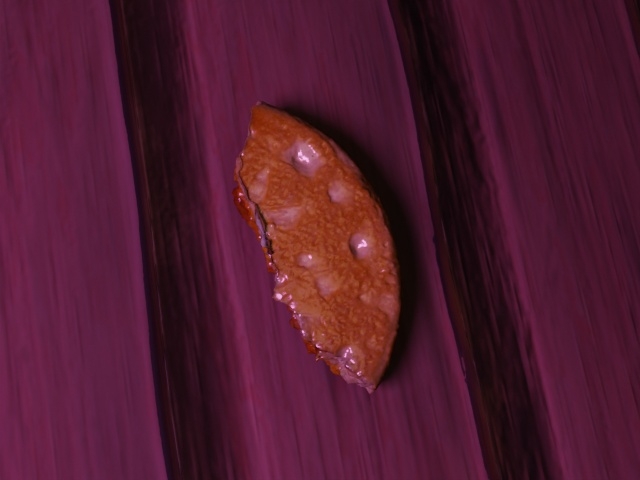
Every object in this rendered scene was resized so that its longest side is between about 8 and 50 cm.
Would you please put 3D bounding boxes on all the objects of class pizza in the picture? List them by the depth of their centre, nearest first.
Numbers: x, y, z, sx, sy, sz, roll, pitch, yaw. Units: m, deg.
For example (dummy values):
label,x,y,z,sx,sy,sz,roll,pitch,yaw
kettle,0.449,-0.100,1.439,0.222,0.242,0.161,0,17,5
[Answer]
label,x,y,z,sx,sy,sz,roll,pitch,yaw
pizza,-0.002,0.001,0.796,0.127,0.058,0.246,-31,85,-22
